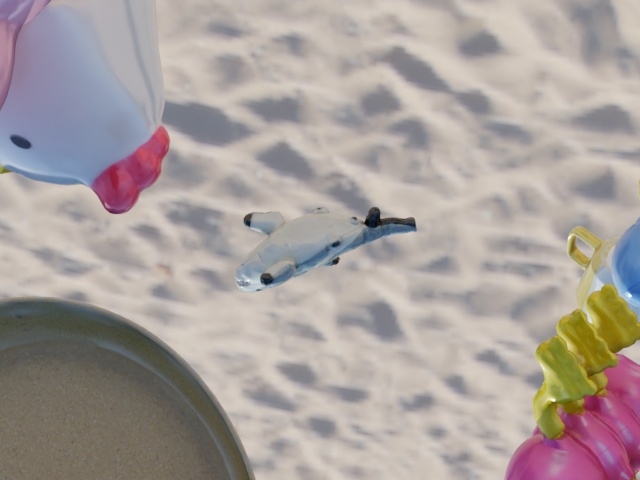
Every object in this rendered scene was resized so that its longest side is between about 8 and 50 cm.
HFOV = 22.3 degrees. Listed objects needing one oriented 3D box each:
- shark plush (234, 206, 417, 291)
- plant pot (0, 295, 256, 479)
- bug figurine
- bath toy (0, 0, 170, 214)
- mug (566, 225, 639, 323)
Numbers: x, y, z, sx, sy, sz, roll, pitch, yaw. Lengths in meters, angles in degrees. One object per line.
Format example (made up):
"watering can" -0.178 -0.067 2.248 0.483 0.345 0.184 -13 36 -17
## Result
"shark plush" 0.000 0.000 1.409 0.161 0.073 0.067 -26 147 -9
"plant pot" -0.129 0.145 0.756 0.236 0.236 0.032 1 175 20
"bug figurine" 0.163 0.093 0.577 0.072 0.216 0.279 -39 83 45
"bath toy" -0.130 -0.076 0.500 0.151 0.129 0.348 -26 171 7
"mug" 0.222 0.027 1.242 0.078 0.062 0.064 13 151 12
